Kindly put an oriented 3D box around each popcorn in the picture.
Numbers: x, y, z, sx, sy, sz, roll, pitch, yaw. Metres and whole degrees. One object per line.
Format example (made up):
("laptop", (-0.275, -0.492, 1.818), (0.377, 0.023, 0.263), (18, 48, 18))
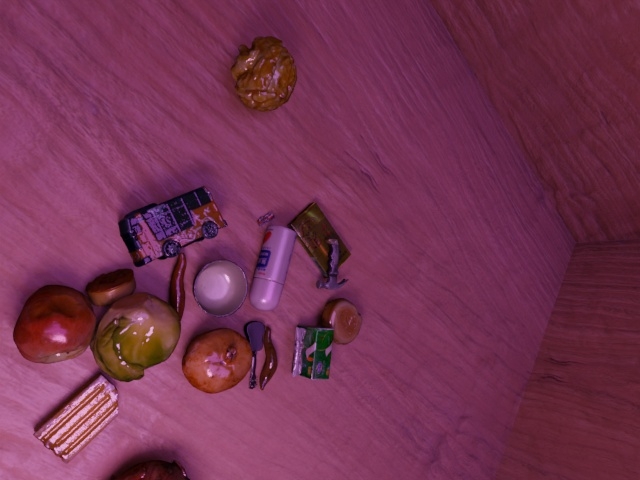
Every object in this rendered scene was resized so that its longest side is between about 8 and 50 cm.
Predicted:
("popcorn", (-0.226, -0.645, 1.626), (0.282, 0.246, 0.283), (10, 90, -71))

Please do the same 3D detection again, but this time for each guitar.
("guitar", (-0.266, 0.461, 1.648), (0.083, 0.038, 0.272), (4, 84, -33))

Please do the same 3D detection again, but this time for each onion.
("onion", (-0.547, 0.877, 1.285), (0.353, 0.353, 0.355), (3, 85, -34))

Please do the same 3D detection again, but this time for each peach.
("peach", (-0.786, 0.240, 1.221), (0.214, 0.214, 0.236), (3, 51, -34))

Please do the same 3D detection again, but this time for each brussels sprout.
("brussels sprout", (-0.592, 0.306, 1.331), (0.259, 0.227, 0.295), (-21, 128, -43))

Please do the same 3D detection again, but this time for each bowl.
("bowl", (-0.387, 0.177, 1.542), (0.211, 0.112, 0.212), (3, 85, -33))

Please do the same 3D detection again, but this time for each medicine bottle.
("medicine bottle", (-0.197, 0.117, 1.668), (0.130, 0.130, 0.342), (21, 75, -31))

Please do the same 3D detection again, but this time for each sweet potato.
("sweet potato", (-0.516, 0.176, 1.483), (0.057, 0.057, 0.265), (0, 93, -35))
("sweet potato", (-0.207, 0.478, 1.675), (0.069, 0.059, 0.250), (4, 81, 3))

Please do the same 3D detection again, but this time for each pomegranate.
("pomegranate", (-0.365, 0.426, 1.468), (0.248, 0.248, 0.249), (3, 85, -34))

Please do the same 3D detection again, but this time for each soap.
("soap", (-0.744, 0.550, 1.291), (0.232, 0.073, 0.140), (-45, 112, -29))

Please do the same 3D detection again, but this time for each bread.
("bread", (0.089, 0.367, 1.860), (0.213, 0.104, 0.214), (3, 86, -39))
("bread", (-0.676, 0.153, 1.342), (0.156, 0.125, 0.086), (-26, 119, -37))

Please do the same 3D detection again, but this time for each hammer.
("hammer", (0.055, 0.106, 1.843), (0.158, 0.041, 0.227), (3, 86, -34))

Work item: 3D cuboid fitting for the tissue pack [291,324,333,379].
("tissue pack", (-0.053, 0.465, 1.727), (0.156, 0.148, 0.209), (12, 80, -35))

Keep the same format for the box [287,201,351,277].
("box", (0.000, 0.000, 1.864), (0.173, 0.043, 0.311), (-45, 110, -28))

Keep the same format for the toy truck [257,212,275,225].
("toy truck", (-0.227, -0.090, 1.726), (0.083, 0.024, 0.032), (-36, 129, -29))

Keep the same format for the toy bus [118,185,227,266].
("toy bus", (-0.519, -0.050, 1.442), (0.323, 0.161, 0.194), (-30, 103, -34))
